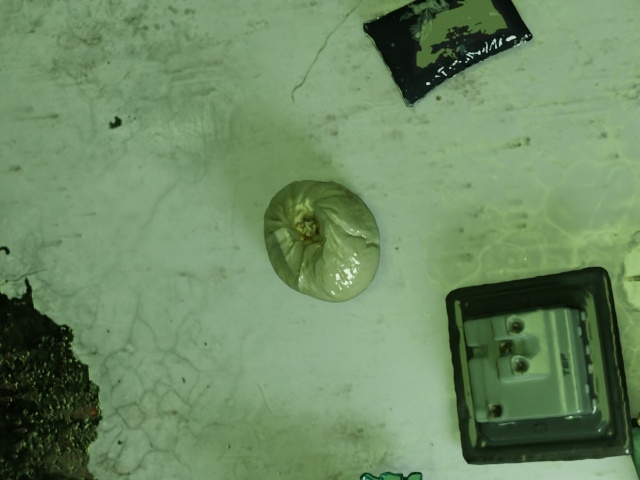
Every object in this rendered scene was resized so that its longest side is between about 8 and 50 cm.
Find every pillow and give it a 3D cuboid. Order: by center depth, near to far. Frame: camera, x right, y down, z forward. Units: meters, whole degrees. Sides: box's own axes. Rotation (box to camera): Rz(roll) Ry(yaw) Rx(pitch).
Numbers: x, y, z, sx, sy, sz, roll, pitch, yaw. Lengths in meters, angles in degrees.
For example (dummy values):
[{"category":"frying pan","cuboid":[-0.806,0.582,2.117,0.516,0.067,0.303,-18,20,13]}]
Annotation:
[{"category":"pillow","cuboid":[0.181,-0.300,1.857,0.208,0.055,0.141,-29,89,13]}]

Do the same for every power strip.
[{"category":"power strip","cuboid":[0.285,0.176,1.762,0.251,0.092,0.257,-10,81,26]}]

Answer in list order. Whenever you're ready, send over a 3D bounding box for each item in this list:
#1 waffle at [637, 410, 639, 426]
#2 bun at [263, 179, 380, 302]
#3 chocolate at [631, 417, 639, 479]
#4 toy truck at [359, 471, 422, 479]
[{"category":"waffle","cuboid":[0.585,0.207,1.658,0.308,0.091,0.213,-37,77,-15]},{"category":"bun","cuboid":[0.000,0.000,1.861,0.164,0.111,0.188,-16,87,16]},{"category":"chocolate","cuboid":[0.491,0.376,1.728,0.110,0.110,0.291,-14,87,14]},{"category":"toy truck","cuboid":[0.073,0.506,1.797,0.178,0.176,0.363,-6,85,2]}]
